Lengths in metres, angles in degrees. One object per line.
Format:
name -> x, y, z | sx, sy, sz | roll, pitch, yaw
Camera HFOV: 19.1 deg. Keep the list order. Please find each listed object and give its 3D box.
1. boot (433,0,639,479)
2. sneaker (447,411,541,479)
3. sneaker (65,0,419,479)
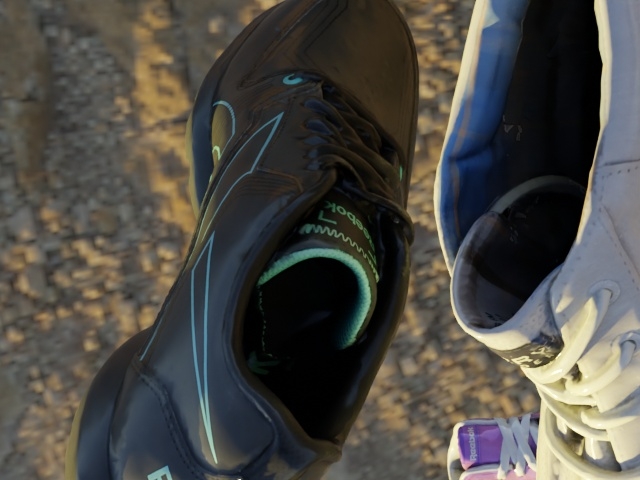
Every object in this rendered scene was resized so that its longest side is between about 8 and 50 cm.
boot -> 0.077, 0.030, 0.551 | 0.095, 0.123, 0.258 | 7, 96, 44
sneaker -> 0.225, 0.203, 1.854 | 0.282, 0.161, 0.102 | -40, 48, 54
sneaker -> 0.000, 0.000, 0.682 | 0.101, 0.267, 0.106 | 32, 141, -20
